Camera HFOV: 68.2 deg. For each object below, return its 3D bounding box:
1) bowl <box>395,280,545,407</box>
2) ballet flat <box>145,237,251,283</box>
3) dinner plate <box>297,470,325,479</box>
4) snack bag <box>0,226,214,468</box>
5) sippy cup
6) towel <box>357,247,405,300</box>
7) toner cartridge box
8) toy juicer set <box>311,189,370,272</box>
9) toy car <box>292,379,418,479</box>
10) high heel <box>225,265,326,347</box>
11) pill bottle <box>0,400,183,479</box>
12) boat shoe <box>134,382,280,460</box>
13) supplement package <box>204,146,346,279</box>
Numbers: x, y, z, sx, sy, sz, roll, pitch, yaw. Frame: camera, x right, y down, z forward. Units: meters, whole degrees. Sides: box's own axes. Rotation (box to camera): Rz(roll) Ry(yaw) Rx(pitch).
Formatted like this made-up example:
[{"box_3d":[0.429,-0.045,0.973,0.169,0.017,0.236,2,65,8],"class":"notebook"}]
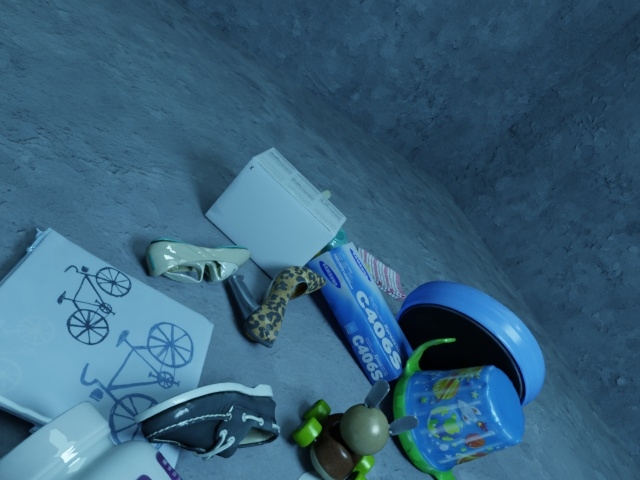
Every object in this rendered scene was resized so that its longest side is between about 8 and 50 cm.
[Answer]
[{"box_3d":[0.361,0.285,1.207,0.391,0.391,0.077,48,56,6],"class":"bowl"},{"box_3d":[-0.239,0.051,0.965,0.249,0.086,0.086,8,44,-48],"class":"ballet flat"},{"box_3d":[0.011,0.458,0.797,0.141,0.017,0.141,37,25,-20],"class":"dinner plate"},{"box_3d":[-0.330,0.159,0.700,0.343,0.037,0.323,36,26,-21],"class":"snack bag"},{"box_3d":[0.322,0.390,1.070,0.305,0.224,0.240,55,34,-8],"class":"sippy cup"},{"box_3d":[0.205,0.111,1.604,0.197,0.029,0.144,34,26,-23],"class":"towel"},{"box_3d":[0.108,0.180,1.217,0.347,0.075,0.165,61,25,5],"class":"toner cartridge box"},{"box_3d":[0.000,0.000,1.403,0.209,0.089,0.328,-5,63,-44],"class":"toy juicer set"},{"box_3d":[0.075,0.338,0.855,0.155,0.188,0.149,48,14,5],"class":"toy car"},{"box_3d":[-0.064,0.149,1.040,0.262,0.093,0.186,-1,43,-37],"class":"high heel"},{"box_3d":[-0.203,0.324,0.489,0.301,0.169,0.169,48,25,5],"class":"pill bottle"},{"box_3d":[-0.140,0.265,0.682,0.303,0.115,0.091,29,37,-62],"class":"boat shoe"},{"box_3d":[-0.107,-0.059,1.171,0.262,0.204,0.145,44,24,-4],"class":"supplement package"}]
